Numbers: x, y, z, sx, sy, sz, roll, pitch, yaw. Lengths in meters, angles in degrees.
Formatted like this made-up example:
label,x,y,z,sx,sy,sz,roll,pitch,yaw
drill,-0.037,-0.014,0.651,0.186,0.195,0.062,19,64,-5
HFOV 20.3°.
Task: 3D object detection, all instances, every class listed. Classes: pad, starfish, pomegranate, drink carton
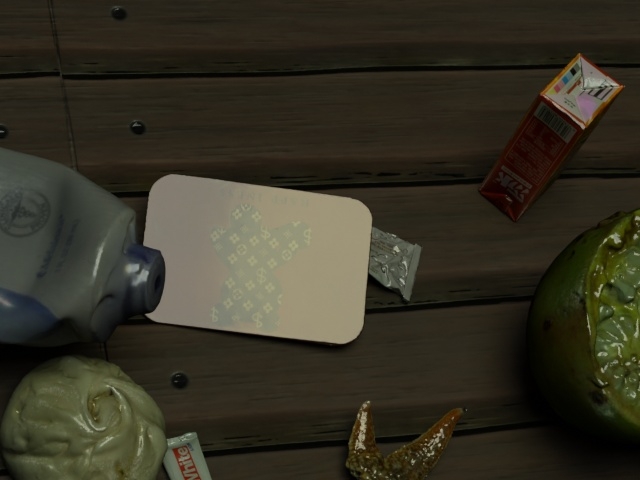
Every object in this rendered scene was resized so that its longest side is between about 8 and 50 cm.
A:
label,x,y,z,sx,sy,sz,roll,pitch,yaw
pad,-0.074,0.022,2.077,0.267,0.004,0.181,7,77,-7
starfish,0.092,0.299,1.996,0.138,0.050,0.247,9,67,-13
pomegranate,0.386,0.134,2.094,0.309,0.216,0.359,-29,104,-28
drink carton,0.278,-0.123,2.177,0.071,0.223,0.096,40,57,8

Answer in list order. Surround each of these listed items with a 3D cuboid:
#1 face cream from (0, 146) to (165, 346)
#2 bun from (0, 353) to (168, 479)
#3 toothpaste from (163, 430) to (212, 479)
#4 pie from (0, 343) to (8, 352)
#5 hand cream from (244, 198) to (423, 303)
label,x,y,z,sx,sy,sz,roll,pitch,yaw
face cream,-0.369,-0.003,1.897,0.420,0.137,0.235,14,66,6
bun,-0.251,0.203,1.908,0.183,0.102,0.183,6,62,-11
toothpaste,-0.122,0.308,1.934,0.052,0.033,0.218,-14,63,-22
pie,-0.416,0.006,1.974,0.308,0.085,0.308,7,62,-13
hand cream,0.001,-0.002,2.132,0.257,0.050,0.084,18,56,-10
